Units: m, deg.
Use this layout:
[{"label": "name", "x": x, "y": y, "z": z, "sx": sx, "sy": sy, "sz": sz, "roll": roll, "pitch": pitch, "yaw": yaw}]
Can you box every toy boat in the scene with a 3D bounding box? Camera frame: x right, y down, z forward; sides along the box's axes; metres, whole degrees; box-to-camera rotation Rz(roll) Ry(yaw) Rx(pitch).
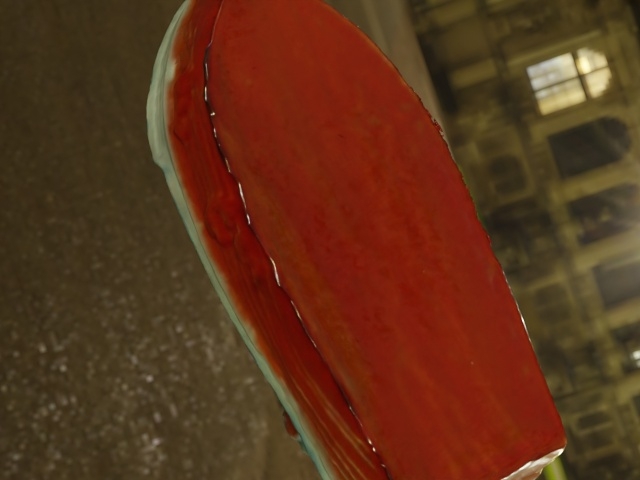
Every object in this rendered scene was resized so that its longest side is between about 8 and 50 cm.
[{"label": "toy boat", "x": 0.000, "y": 0.000, "z": 0.759, "sx": 0.332, "sy": 0.145, "sz": 0.133, "roll": 65, "pitch": -26, "yaw": 9}]
